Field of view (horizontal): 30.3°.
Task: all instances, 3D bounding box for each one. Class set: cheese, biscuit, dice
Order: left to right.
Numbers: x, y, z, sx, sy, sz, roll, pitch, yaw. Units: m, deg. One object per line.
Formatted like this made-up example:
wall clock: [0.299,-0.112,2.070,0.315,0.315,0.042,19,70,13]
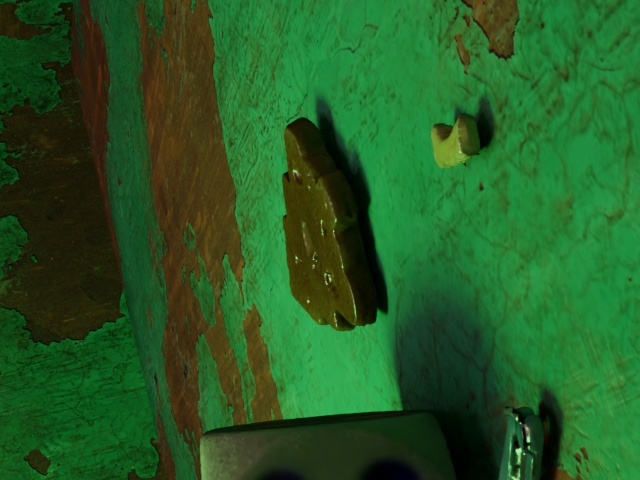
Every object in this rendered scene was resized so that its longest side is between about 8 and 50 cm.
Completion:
biscuit: [0.001,0.000,1.478,0.301,0.043,0.278,119,136,-67]
dice: [0.008,0.301,1.220,0.259,0.251,0.243,118,147,-79]
cheese: [0.121,-0.090,1.051,0.083,0.030,0.044,153,100,-79]

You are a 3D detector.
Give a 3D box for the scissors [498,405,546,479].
scissors: [0.175,0.301,1.117,0.180,0.032,0.393,-120,25,-50]
